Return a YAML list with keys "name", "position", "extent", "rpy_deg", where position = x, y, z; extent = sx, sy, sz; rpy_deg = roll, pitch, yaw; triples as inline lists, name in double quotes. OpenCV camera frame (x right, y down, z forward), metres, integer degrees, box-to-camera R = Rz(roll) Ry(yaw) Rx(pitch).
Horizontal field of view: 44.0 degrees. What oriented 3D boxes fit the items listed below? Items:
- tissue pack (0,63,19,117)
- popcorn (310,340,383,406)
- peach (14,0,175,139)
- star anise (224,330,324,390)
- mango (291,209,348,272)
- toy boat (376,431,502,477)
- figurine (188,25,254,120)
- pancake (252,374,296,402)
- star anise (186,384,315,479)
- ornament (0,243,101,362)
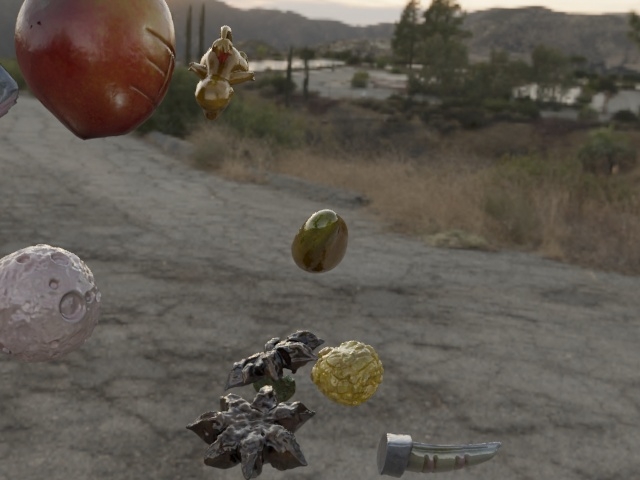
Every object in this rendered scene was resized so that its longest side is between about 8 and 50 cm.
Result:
- name: "tissue pack"
  position: [-0.567, -0.231, 0.915]
  extent: [0.259, 0.361, 0.122]
  rpy_deg: [-42, 13, -15]
- name: "popcorn"
  position: [0.065, 0.320, 1.935]
  extent: [0.180, 0.180, 0.170]
  rpy_deg: [0, -27, -16]
- name: "peach"
  position: [-0.380, -0.306, 1.314]
  extent: [0.245, 0.274, 0.249]
  rpy_deg: [16, -21, -36]
- name: "star anise"
  position: [-0.100, 0.253, 1.659]
  extent: [0.230, 0.081, 0.262]
  rpy_deg: [-30, -2, -9]
- name: "mango"
  position: [0.000, 0.000, 1.617]
  extent: [0.099, 0.136, 0.227]
  rpy_deg: [40, -11, 11]
- name: "toy boat"
  position: [0.267, 0.557, 2.032]
  extent: [0.294, 0.111, 0.276]
  rpy_deg: [12, -25, -14]
- name: "figurine"
  position: [-0.178, -0.300, 1.402]
  extent: [0.121, 0.122, 0.176]
  rpy_deg: [10, 51, -3]
- name: "pancake"
  position: [-0.133, 0.403, 2.211]
  extent: [0.130, 0.116, 0.022]
  rpy_deg: [31, 31, 3]
- name: "star anise"
  position: [-0.139, 0.442, 1.819]
  extent: [0.316, 0.108, 0.315]
  rpy_deg: [-2, 22, 1]
- name: "ornament"
  position: [-0.598, 0.138, 1.708]
  extent: [0.225, 0.259, 0.259]
  rpy_deg: [-1, 6, 40]
